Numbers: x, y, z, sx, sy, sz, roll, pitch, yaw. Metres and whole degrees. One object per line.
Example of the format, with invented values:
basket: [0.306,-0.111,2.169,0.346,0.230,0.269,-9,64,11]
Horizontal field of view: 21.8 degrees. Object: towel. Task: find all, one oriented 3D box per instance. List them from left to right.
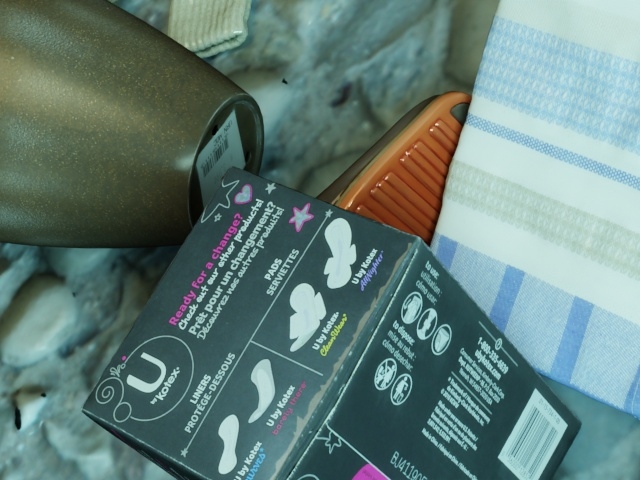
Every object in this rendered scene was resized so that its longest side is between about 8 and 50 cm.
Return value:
towel: [0.165,-0.053,0.988,0.209,0.034,0.285,25,105,39]

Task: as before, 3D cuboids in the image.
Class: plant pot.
plant pot: [-0.166,-0.080,1.187,0.230,0.215,0.215,17,72,23]

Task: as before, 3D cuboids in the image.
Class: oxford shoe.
oxford shoe: [0.000,0.000,1.096,0.271,0.097,0.098,-48,44,-3]

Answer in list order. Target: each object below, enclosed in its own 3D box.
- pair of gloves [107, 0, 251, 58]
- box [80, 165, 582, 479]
pair of gloves: [-0.146,-0.233,1.354,0.240,0.042,0.204,-3,61,29]
box: [0.015,0.096,0.926,0.142,0.247,0.163,22,75,37]
